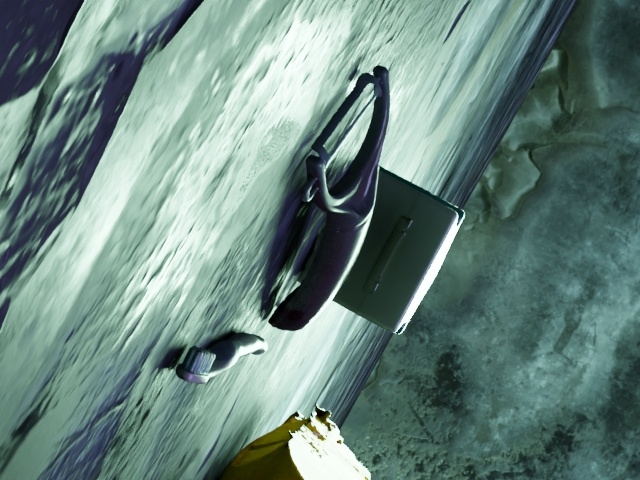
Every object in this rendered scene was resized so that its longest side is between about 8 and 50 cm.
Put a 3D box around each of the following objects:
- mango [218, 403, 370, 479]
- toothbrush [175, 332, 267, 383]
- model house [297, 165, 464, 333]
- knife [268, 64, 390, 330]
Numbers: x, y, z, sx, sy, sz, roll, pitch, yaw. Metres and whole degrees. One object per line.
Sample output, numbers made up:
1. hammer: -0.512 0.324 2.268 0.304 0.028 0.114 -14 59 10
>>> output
1. mango: -0.044 0.262 1.536 0.154 0.126 0.252 -43 176 35
2. toothbrush: -0.066 0.081 1.094 0.027 0.021 0.269 -57 174 3
3. model house: 0.057 0.007 1.369 0.127 0.100 0.149 -62 171 2
4. knife: 0.002 0.001 1.165 0.123 0.053 0.278 -50 167 -34
